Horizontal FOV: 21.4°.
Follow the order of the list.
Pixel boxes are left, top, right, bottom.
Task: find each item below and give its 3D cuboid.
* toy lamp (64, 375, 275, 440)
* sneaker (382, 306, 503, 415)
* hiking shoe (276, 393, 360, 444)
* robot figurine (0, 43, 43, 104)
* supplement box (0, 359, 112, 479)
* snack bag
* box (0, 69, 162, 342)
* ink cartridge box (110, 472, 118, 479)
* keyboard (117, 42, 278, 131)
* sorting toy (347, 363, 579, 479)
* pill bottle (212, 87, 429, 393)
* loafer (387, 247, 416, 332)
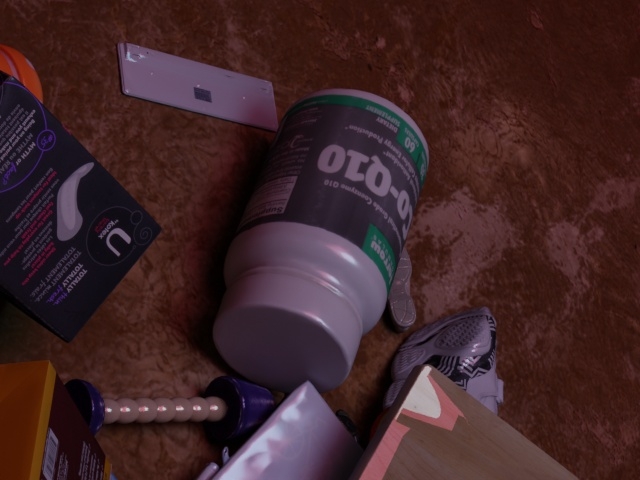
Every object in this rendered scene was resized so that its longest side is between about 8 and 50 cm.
[{"bbox_3d":[-0.167,0.190,1.926,0.275,0.080,0.080,7,65,-43],"label":"toy lamp"},{"bbox_3d":[0.181,0.250,2.211,0.210,0.137,0.366,64,27,-20],"label":"sneaker"},{"bbox_3d":[0.029,0.265,2.077,0.227,0.086,0.114,42,49,-21],"label":"hiking shoe"},{"bbox_3d":[-0.394,-0.155,1.836,0.219,0.128,0.158,-5,36,-46],"label":"robot figurine"},{"bbox_3d":[-0.297,0.249,1.611,0.194,0.129,0.191,71,17,-49],"label":"supplement box"},{"bbox_3d":[-0.028,0.371,1.947,0.323,0.037,0.342,50,59,-12],"label":"snack bag"},{"bbox_3d":[-0.321,-0.047,1.747,0.165,0.143,0.270,-51,132,-11],"label":"box"},{"bbox_3d":[-0.216,0.330,1.769,0.143,0.090,0.092,53,5,-12],"label":"ink cartridge box"},{"bbox_3d":[-0.154,-0.196,2.188,0.256,0.014,0.072,11,68,-41],"label":"keyboard"},{"bbox_3d":[0.134,0.318,1.967,0.257,0.089,0.255,38,71,-18],"label":"sorting toy"},{"bbox_3d":[0.000,0.000,2.097,0.204,0.204,0.361,40,46,-24],"label":"pill bottle"},{"bbox_3d":[0.102,0.065,2.297,0.045,0.039,0.125,-2,64,-11],"label":"loafer"}]
